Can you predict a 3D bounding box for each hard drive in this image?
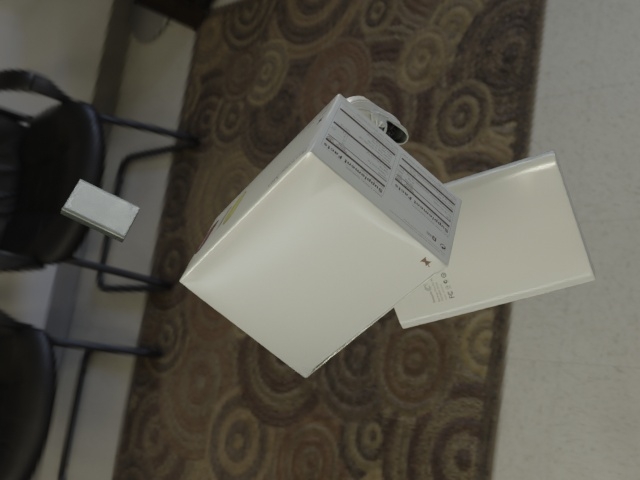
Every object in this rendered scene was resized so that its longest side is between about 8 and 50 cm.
[{"bbox_3d":[-0.443,-0.060,1.917,0.022,0.135,0.094,-56,12,44],"label":"hard drive"},{"bbox_3d":[0.236,0.004,1.449,0.308,0.040,0.203,-17,103,20],"label":"hard drive"}]

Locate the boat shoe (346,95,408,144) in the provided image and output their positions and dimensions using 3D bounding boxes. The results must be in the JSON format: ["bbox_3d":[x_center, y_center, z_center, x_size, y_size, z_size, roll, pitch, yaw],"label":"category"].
[{"bbox_3d":[0.099,-0.215,1.769,0.063,0.184,0.066,43,103,35],"label":"boat shoe"}]

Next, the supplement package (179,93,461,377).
[{"bbox_3d":[0.000,0.000,1.137,0.262,0.204,0.145,-42,15,33],"label":"supplement package"}]
